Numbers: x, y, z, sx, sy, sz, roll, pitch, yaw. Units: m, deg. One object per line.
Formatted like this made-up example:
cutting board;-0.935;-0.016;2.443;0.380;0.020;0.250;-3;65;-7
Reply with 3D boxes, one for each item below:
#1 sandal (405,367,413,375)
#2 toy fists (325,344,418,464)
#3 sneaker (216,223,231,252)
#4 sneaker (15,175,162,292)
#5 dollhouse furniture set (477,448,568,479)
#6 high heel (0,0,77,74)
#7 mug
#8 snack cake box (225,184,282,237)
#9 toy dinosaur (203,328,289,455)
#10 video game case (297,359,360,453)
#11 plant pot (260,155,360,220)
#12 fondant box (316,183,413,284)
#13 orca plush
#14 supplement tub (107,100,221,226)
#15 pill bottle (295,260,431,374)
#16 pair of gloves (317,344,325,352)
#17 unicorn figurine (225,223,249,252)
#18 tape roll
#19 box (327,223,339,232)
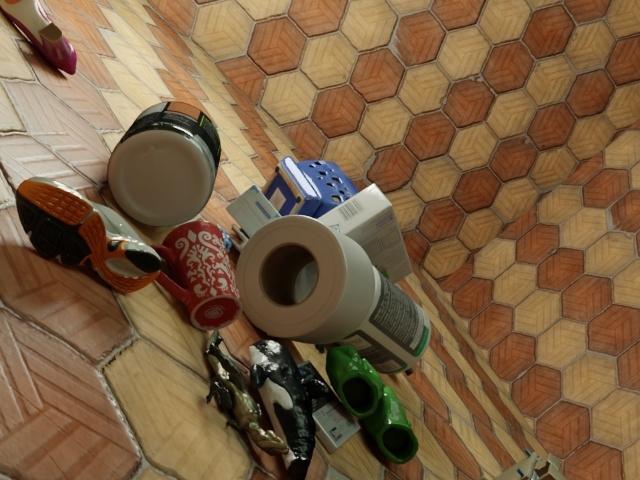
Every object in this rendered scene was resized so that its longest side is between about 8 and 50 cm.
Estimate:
sandal;0.158;0.288;2.212;0.254;0.054;0.097;43;1;22
toy fists;0.104;0.329;1.640;0.279;0.096;0.142;52;-3;-24
sneaker;-0.214;0.008;1.661;0.059;0.053;0.144;49;12;-10
sneaker;-0.348;-0.020;1.159;0.121;0.099;0.262;48;0;40
dollhouse furniture set;0.470;0.592;1.736;0.198;0.286;0.303;50;22;7
high heel;-0.606;-0.457;1.712;0.244;0.082;0.117;40;-22;19
mug;-0.218;0.068;1.376;0.113;0.150;0.169;92;-23;-48
snack cake box;-0.125;-0.025;1.884;0.152;0.089;0.264;49;-3;7
toy dinosaur;-0.139;0.217;1.215;0.268;0.064;0.118;56;-3;37
video game case;-0.003;0.313;1.528;0.173;0.022;0.190;52;12;11
plant pot;-0.042;-0.078;2.146;0.212;0.236;0.236;11;33;-41
fondant box;0.098;0.034;2.093;0.096;0.238;0.330;54;-6;37
orca plush;-0.038;0.256;1.290;0.151;0.102;0.287;60;4;-28
supplement tub;-0.293;-0.161;1.553;0.193;0.193;0.316;46;12;-16
pill bottle;0.099;0.169;1.946;0.361;0.204;0.204;40;14;-40
pair of gloves;-0.019;0.220;1.816;0.083;0.010;0.074;47;9;-24
unicorn figurine;-0.171;0.018;1.777;0.111;0.060;0.162;47;12;0
tape roll;-0.029;0.083;1.625;0.246;0.246;0.169;54;11;24
box;0.000;0.000;1.850;0.137;0.093;0.027;-92;173;-72
